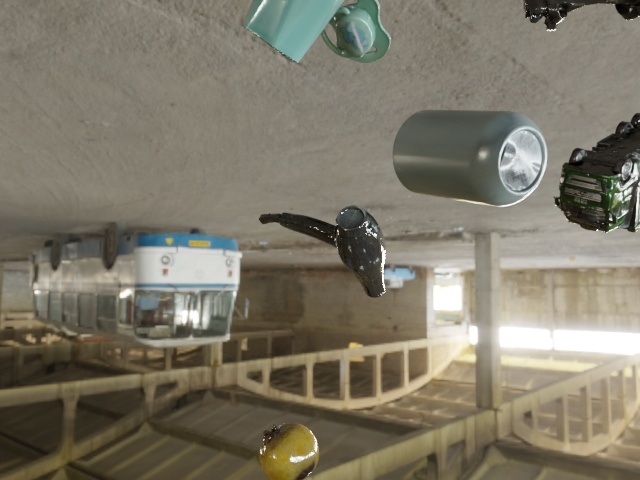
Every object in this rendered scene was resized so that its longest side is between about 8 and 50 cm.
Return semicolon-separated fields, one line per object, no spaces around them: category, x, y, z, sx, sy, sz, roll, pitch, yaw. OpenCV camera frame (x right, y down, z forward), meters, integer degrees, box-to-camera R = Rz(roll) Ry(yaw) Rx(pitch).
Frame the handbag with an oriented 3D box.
handbag;0.570;-0.549;1.166;0.285;0.257;0.114;0;142;17

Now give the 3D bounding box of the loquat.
loquat;-0.078;0.526;1.370;0.163;0.163;0.137;2;-176;-14

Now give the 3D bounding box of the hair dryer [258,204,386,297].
hair dryer;0.000;0.000;0.846;0.219;0.075;0.196;19;153;26

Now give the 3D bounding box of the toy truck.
toy truck;0.439;-0.097;0.787;0.259;0.121;0.088;-27;-148;-30

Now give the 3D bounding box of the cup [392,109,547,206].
cup;0.331;-0.186;1.237;0.205;0.206;0.312;3;-170;-30

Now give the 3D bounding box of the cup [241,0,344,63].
cup;-0.012;-0.394;0.832;0.134;0.236;0.148;15;-157;-47

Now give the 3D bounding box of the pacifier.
pacifier;0.065;-0.398;1.004;0.126;0.117;0.150;-7;140;33
